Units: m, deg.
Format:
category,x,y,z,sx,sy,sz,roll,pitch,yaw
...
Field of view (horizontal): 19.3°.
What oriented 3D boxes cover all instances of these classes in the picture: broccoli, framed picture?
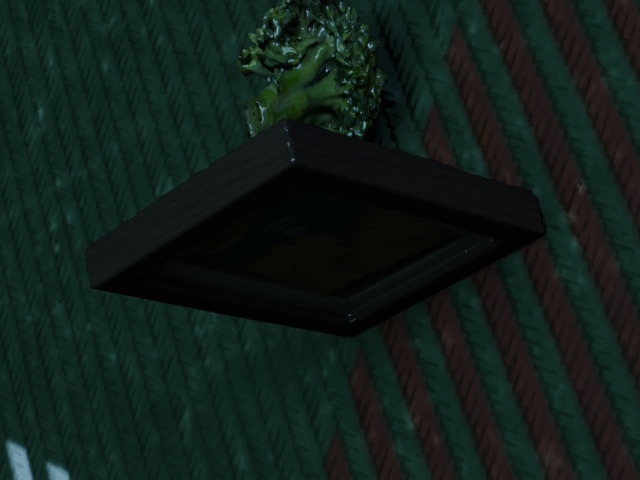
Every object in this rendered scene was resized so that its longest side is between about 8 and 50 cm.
category,x,y,z,sx,sy,sz,roll,pitch,yaw
broccoli,-0.011,-0.068,0.925,0.097,0.092,0.095,-38,81,44
framed picture,0.000,0.000,0.839,0.128,0.168,0.023,-31,61,35
